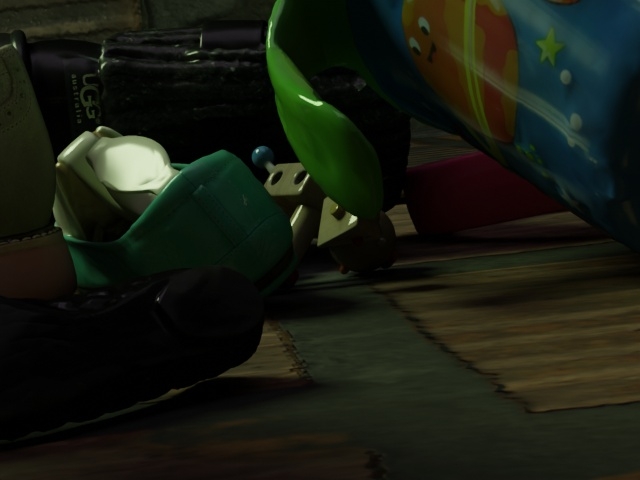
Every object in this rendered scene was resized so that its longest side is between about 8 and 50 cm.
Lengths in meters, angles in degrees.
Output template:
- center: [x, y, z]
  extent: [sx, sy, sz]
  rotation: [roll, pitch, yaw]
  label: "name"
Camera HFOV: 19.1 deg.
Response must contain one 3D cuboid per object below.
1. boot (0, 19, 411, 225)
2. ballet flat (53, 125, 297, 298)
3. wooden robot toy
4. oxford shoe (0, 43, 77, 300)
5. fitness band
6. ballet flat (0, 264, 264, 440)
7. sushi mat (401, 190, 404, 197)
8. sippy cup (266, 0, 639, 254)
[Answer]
- center: [-0.082, -0.065, 1.195]
  extent: [0.260, 0.131, 0.348]
  rotation: [-7, 0, -7]
  label: "boot"
- center: [-0.090, -0.019, 0.961]
  extent: [0.083, 0.087, 0.247]
  rotation: [-39, 18, -18]
  label: "ballet flat"
- center: [0.000, 0.000, 0.987]
  extent: [0.079, 0.076, 0.173]
  rotation: [32, -15, -28]
  label: "wooden robot toy"
- center: [-0.320, -0.014, 0.899]
  extent: [0.397, 0.146, 0.140]
  rotation: [-8, 6, -21]
  label: "oxford shoe"
- center: [0.184, -0.059, 1.132]
  extent: [0.291, 0.054, 0.209]
  rotation: [-14, 2, 40]
  label: "fitness band"
- center: [-0.092, 0.045, 0.636]
  extent: [0.173, 0.057, 0.049]
  rotation: [-9, -35, -36]
  label: "ballet flat"
- center: [0.007, -0.039, 1.516]
  extent: [0.316, 0.019, 0.151]
  rotation: [-6, 6, -1]
  label: "sushi mat"
- center: [0.147, -0.109, 0.879]
  extent: [0.240, 0.305, 0.224]
  rotation: [29, 14, -42]
  label: "sippy cup"
